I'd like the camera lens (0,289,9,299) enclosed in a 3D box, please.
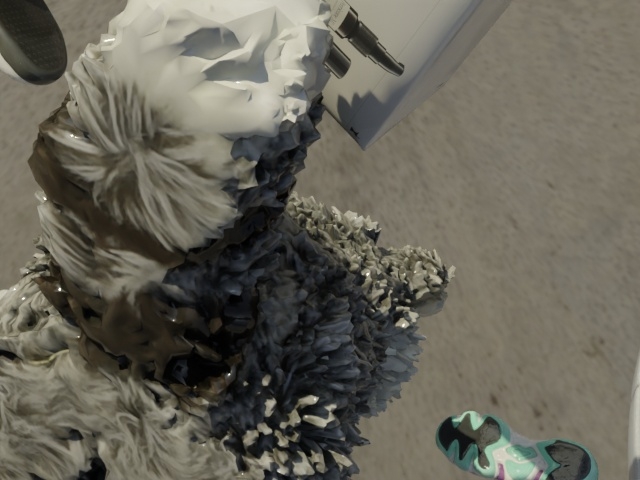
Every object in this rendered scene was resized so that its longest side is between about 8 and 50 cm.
[{"bbox_3d":[-0.284,0.211,1.273,0.220,0.274,0.219,12,144,8],"label":"camera lens"}]

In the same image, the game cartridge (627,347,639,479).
[{"bbox_3d":[0.299,0.174,0.910,0.196,0.294,0.060,-6,143,6],"label":"game cartridge"}]

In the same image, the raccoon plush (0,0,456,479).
[{"bbox_3d":[0.000,0.000,0.708,0.216,0.299,0.446,39,138,1],"label":"raccoon plush"}]

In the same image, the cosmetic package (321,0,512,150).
[{"bbox_3d":[0.041,-0.131,0.486,0.099,0.239,0.060,45,58,4],"label":"cosmetic package"}]

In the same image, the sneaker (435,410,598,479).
[{"bbox_3d":[0.117,0.136,0.832,0.098,0.069,0.038,17,64,29],"label":"sneaker"}]

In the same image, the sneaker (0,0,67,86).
[{"bbox_3d":[-0.355,-0.212,1.344,0.145,0.090,0.270,-45,76,25],"label":"sneaker"}]
